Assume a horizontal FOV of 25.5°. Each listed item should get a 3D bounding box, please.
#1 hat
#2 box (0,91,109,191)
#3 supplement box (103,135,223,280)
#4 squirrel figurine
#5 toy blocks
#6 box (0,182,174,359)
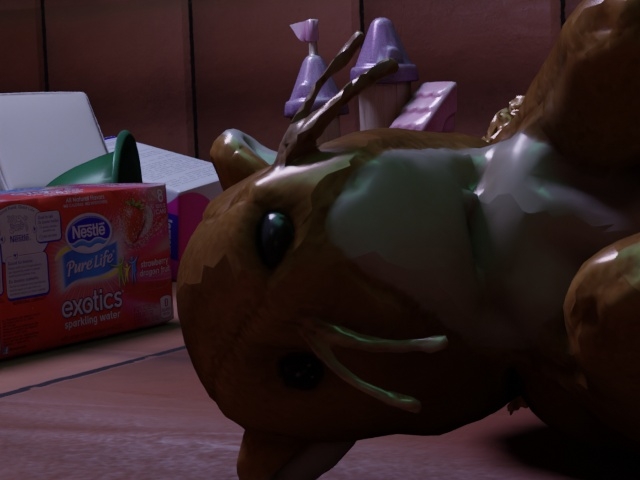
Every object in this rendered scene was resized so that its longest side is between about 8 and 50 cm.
[{"bbox_3d":[-0.290,-0.028,1.480,0.184,0.172,0.208,0,7,2],"label":"hat"},{"bbox_3d":[-0.360,-0.058,1.605,0.149,0.126,0.232,-7,-21,-44],"label":"box"},{"bbox_3d":[-0.205,-0.041,1.661,0.220,0.111,0.114,15,23,35],"label":"supplement box"},{"bbox_3d":[0.130,0.022,0.685,0.371,0.281,0.397,-12,-10,7],"label":"squirrel figurine"},{"bbox_3d":[0.051,-0.045,1.082,0.309,0.260,0.289,-6,7,-37],"label":"toy blocks"},{"bbox_3d":[-0.251,0.022,1.194,0.123,0.128,0.257,2,7,35],"label":"box"}]
